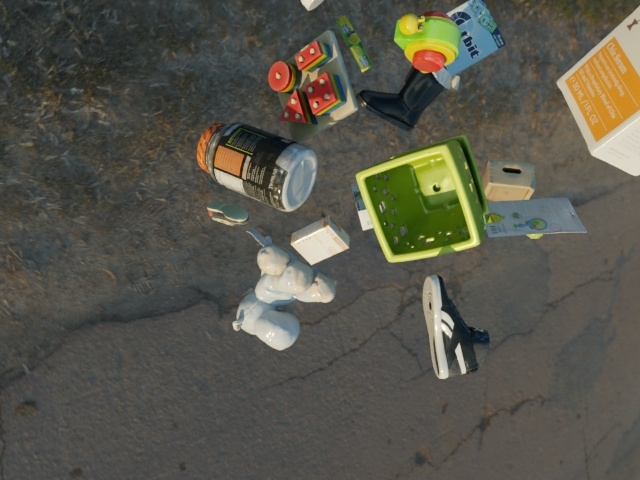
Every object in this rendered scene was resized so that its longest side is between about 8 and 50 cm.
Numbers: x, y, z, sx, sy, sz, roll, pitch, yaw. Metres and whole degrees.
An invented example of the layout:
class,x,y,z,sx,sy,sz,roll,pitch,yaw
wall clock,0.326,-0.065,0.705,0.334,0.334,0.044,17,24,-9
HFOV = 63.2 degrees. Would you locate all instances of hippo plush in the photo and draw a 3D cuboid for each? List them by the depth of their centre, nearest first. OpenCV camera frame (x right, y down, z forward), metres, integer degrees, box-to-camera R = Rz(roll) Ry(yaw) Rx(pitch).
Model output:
class,x,y,z,sx,sy,sz,roll,pitch,yaw
hippo plush,-0.127,0.136,1.294,0.237,0.294,0.234,-58,158,0

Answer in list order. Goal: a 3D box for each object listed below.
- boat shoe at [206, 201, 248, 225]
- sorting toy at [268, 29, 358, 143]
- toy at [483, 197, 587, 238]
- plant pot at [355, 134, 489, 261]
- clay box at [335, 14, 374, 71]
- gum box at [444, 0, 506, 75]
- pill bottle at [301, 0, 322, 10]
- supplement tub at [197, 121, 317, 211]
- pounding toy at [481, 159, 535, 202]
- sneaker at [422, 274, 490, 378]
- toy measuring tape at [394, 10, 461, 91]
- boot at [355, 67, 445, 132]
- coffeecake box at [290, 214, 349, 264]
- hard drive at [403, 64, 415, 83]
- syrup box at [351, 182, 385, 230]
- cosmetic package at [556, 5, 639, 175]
class,x,y,z,sx,sy,sz,roll,pitch,yaw
boat shoe,-0.222,-0.059,1.259,0.049,0.136,0.043,-40,133,-37
sorting toy,-0.043,-0.462,1.578,0.089,0.255,0.257,-8,78,-51
toy,0.525,-0.046,1.320,0.237,0.137,0.056,0,133,0
plant pot,0.247,-0.105,1.176,0.207,0.228,0.227,-39,110,-53
clay box,0.130,-0.738,1.969,0.053,0.222,0.127,-28,142,12
gum box,0.400,-0.568,1.456,0.184,0.041,0.157,-31,95,-2
pill bottle,-0.068,-0.845,1.640,0.119,0.119,0.209,-42,96,-27
supplement tub,-0.196,-0.235,1.591,0.207,0.337,0.207,-49,153,-36
pounding toy,0.559,-0.139,1.523,0.206,0.180,0.094,85,13,-63
sneaker,0.286,0.171,1.083,0.121,0.079,0.217,-8,95,-6
toy measuring tape,0.274,-0.408,1.144,0.330,0.121,0.122,15,85,-52
boot,0.261,-0.485,1.679,0.246,0.094,0.207,22,119,-25
coffeecake box,0.000,0.000,2.052,0.142,0.185,0.068,47,31,-33
hard drive,0.392,-0.660,2.013,0.054,0.255,0.172,25,106,-10
syrup box,0.191,-0.150,2.120,0.093,0.237,0.096,-15,122,5
cosmetic package,0.700,-0.357,0.962,0.161,0.453,0.230,15,50,-26
